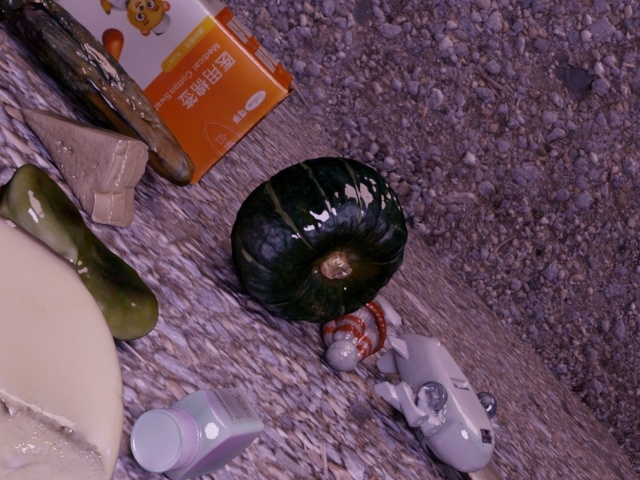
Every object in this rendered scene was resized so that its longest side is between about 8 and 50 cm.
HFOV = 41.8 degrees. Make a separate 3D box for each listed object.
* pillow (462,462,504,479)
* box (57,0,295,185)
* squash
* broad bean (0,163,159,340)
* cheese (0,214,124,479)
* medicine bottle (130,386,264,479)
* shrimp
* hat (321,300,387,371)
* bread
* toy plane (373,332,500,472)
[{"bbox_3d":[0.254,0.373,1.424,0.233,0.038,0.130,53,17,24],"label":"pillow"},{"bbox_3d":[-0.233,-0.282,1.303,0.341,0.225,0.143,44,16,-16],"label":"box"},{"bbox_3d":[0.000,0.000,1.194,0.252,0.252,0.165,37,24,-43],"label":"squash"},{"bbox_3d":[-0.239,0.015,0.799,0.207,0.072,0.153,53,9,-41],"label":"broad bean"},{"bbox_3d":[-0.237,0.070,0.487,0.266,0.127,0.233,39,19,-29],"label":"cheese"},{"bbox_3d":[-0.110,0.169,0.729,0.055,0.074,0.118,54,15,19],"label":"medicine bottle"},{"bbox_3d":[-0.329,-0.238,1.103,0.445,0.085,0.272,47,0,0],"label":"shrimp"},{"bbox_3d":[0.042,0.154,1.304,0.112,0.093,0.162,39,31,0],"label":"hat"},{"bbox_3d":[-0.290,-0.089,1.001,0.152,0.105,0.077,19,4,19],"label":"bread"},{"bbox_3d":[0.186,0.256,1.351,0.267,0.122,0.267,35,22,-16],"label":"toy plane"}]
